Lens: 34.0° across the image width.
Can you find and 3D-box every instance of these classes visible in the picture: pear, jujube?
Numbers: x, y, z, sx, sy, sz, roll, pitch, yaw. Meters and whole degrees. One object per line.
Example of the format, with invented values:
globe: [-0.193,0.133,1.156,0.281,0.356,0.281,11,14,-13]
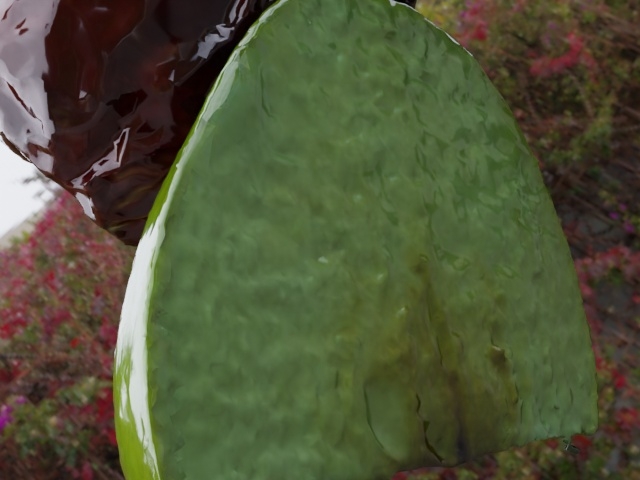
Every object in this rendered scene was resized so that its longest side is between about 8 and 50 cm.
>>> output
pear: [0.000,0.000,0.518,0.288,0.139,0.239,-1,-91,-43]
jujube: [-0.044,-0.163,0.611,0.342,0.216,0.216,-49,-34,0]
